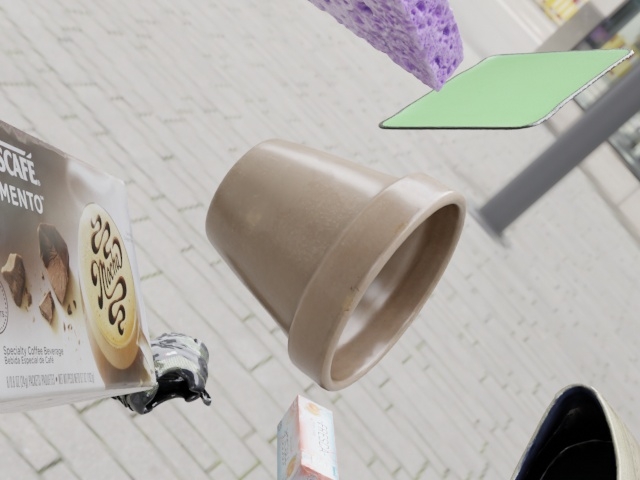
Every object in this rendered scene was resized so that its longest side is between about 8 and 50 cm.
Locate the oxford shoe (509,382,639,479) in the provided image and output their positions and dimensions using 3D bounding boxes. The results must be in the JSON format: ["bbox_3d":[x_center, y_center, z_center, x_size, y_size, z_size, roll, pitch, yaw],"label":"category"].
[{"bbox_3d":[0.130,0.241,0.654,0.130,0.123,0.348,64,34,-33],"label":"oxford shoe"}]

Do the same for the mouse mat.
[{"bbox_3d":[0.158,-0.128,0.902,0.190,0.153,0.007,-36,120,-40],"label":"mouse mat"}]

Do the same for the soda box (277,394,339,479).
[{"bbox_3d":[-0.018,0.278,1.397,0.058,0.063,0.183,29,17,-12],"label":"soda box"}]

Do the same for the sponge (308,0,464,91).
[{"bbox_3d":[-0.015,-0.170,0.596,0.210,0.031,0.117,38,-3,23],"label":"sponge"}]

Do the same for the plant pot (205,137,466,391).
[{"bbox_3d":[0.000,0.000,1.209,0.229,0.263,0.263,36,15,19],"label":"plant pot"}]

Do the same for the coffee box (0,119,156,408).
[{"bbox_3d":[-0.214,0.027,0.689,0.297,0.119,0.168,41,38,-80],"label":"coffee box"}]

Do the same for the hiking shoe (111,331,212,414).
[{"bbox_3d":[-0.254,0.172,1.397,0.227,0.086,0.114,2,31,-14],"label":"hiking shoe"}]
